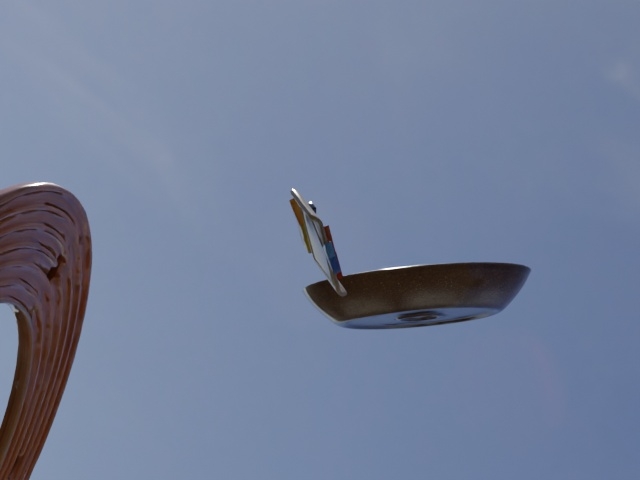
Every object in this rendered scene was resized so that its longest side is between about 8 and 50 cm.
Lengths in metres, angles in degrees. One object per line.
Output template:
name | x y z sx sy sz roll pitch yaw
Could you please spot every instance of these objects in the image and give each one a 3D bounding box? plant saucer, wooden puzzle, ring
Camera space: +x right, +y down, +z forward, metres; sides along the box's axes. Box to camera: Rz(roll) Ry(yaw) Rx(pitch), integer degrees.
plant saucer | 0.084 0.051 1.670 0.198 0.199 0.036 159 -72 -63
wooden puzzle | 0.000 0.000 1.476 0.116 0.014 0.078 -123 -168 -58
ring | -0.201 0.121 0.874 0.032 0.336 0.336 25 -36 11
